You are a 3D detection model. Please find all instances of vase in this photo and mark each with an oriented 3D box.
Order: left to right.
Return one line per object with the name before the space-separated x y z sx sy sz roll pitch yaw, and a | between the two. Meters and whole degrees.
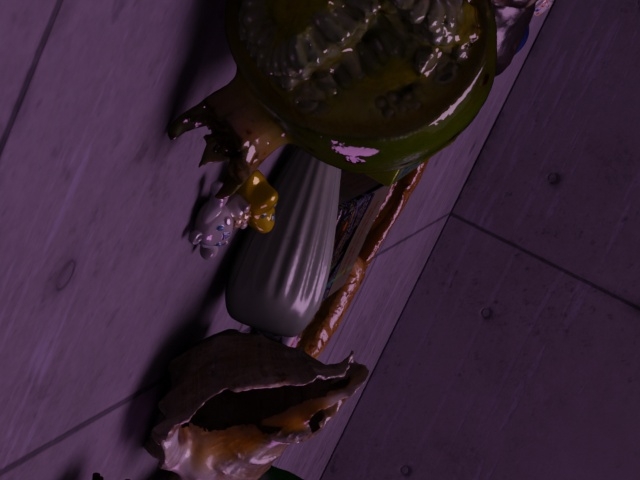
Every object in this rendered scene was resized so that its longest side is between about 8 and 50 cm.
vase | -0.039 -0.003 1.721 0.128 0.128 0.248 23 85 -80

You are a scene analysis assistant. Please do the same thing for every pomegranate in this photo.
pomegranate | 0.013 -0.169 1.234 0.340 0.260 0.260 -34 173 9

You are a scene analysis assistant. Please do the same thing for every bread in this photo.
bread | -0.002 0.106 2.219 0.211 0.083 0.114 -60 -167 2
bread | 0.111 -0.061 2.402 0.271 0.077 0.139 -62 174 6

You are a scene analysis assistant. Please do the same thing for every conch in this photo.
conch | -0.109 0.201 1.697 0.324 0.186 0.263 -39 162 14

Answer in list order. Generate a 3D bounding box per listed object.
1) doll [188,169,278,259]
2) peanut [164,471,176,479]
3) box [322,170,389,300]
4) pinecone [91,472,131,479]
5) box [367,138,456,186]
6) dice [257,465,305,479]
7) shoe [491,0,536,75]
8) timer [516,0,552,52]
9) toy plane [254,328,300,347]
doll | -0.106 -0.036 1.486 0.113 0.071 0.135 -43 161 -6
peanut | -0.199 0.402 1.904 0.313 0.149 0.149 -49 163 -60
box | 0.000 0.000 1.997 0.198 0.084 0.310 -65 170 16
pinecone | -0.245 0.348 1.507 0.163 0.163 0.165 -41 124 -63
box | 0.058 -0.155 1.597 0.047 0.187 0.335 -63 170 19
dice | -0.133 0.552 2.181 0.297 0.287 0.300 -67 168 19
shoe | 0.257 -0.394 2.015 0.384 0.171 0.237 107 8 -76
timer | 0.382 -0.475 2.325 0.383 0.270 0.270 -51 173 18
toy plane | -0.092 0.230 2.048 0.252 0.118 0.252 -60 172 -14
